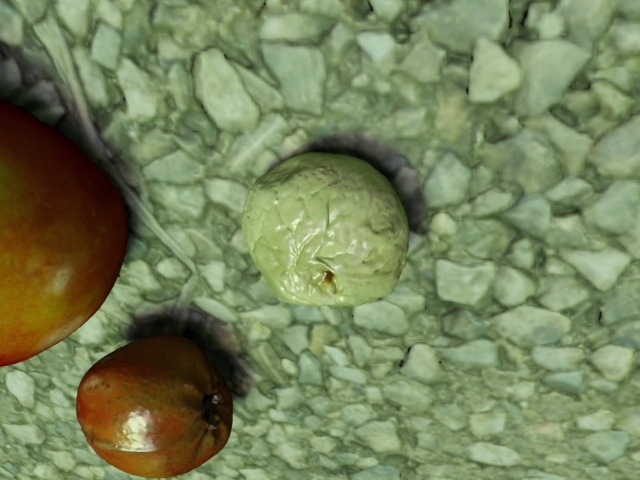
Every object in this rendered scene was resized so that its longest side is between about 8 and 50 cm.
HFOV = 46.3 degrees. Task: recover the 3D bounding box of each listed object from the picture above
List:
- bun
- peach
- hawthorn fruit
[{"bbox_3d":[0.000,0.000,0.485,0.115,0.069,0.115,9,128,12],"label":"bun"},{"bbox_3d":[-0.247,-0.010,0.519,0.196,0.226,0.189,18,102,48],"label":"peach"},{"bbox_3d":[-0.134,0.137,0.609,0.128,0.128,0.128,9,129,11],"label":"hawthorn fruit"}]
